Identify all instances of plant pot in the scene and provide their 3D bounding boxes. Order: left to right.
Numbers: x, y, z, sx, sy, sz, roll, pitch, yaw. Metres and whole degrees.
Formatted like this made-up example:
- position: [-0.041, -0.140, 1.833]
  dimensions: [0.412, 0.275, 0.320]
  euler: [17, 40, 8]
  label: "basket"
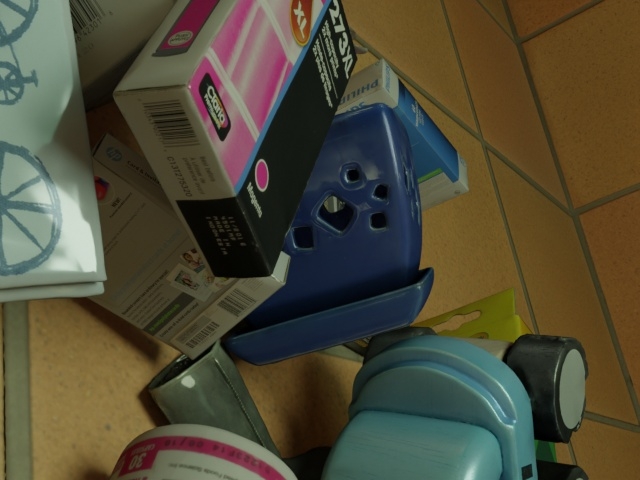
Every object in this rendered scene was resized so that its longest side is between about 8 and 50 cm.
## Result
- position: [0.000, 0.000, 0.857]
  dimensions: [0.236, 0.235, 0.212]
  euler: [-12, 86, -79]
  label: "plant pot"

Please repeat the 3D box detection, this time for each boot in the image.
- position: [-0.067, 0.191, 0.818]
  dimensions: [0.209, 0.076, 0.189]
  euler: [57, 27, -2]
  label: "boot"

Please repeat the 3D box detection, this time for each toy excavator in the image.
- position: [0.081, 0.329, 0.759]
  dimensions: [0.445, 0.222, 0.433]
  euler: [-22, 109, -52]
  label: "toy excavator"

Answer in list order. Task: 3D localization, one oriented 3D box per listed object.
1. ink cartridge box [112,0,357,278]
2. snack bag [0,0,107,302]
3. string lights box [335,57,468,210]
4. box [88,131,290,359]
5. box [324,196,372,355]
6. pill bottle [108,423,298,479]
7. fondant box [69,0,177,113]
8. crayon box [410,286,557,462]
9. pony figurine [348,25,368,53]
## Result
- position: [-0.039, -0.163, 0.674]
  dimensions: [0.176, 0.069, 0.371]
  euler: [69, 28, -42]
  label: "ink cartridge box"
- position: [-0.312, -0.103, 0.496]
  dimensions: [0.342, 0.037, 0.323]
  euler: [-7, 86, -36]
  label: "snack bag"
- position: [0.118, -0.155, 1.309]
  dimensions: [0.259, 0.133, 0.077]
  euler: [44, 36, -35]
  label: "string lights box"
- position: [-0.143, 0.014, 0.690]
  dimensions: [0.186, 0.145, 0.038]
  euler: [34, 38, -21]
  label: "box"
- position: [0.026, 0.020, 1.104]
  dimensions: [0.183, 0.056, 0.231]
  euler: [34, 41, -43]
  label: "box"
- position: [-0.114, 0.285, 0.561]
  dimensions: [0.160, 0.160, 0.283]
  euler: [51, 31, -25]
  label: "pill bottle"
- position: [-0.161, -0.224, 0.783]
  dimensions: [0.096, 0.238, 0.330]
  euler: [58, 29, -9]
  label: "fondant box"
- position: [0.201, 0.231, 1.088]
  dimensions: [0.081, 0.202, 0.319]
  euler: [46, 35, -33]
  label: "crayon box"
- position: [-0.021, -0.481, 1.229]
  dimensions: [0.363, 0.303, 0.351]
  euler: [-18, 76, -46]
  label: "pony figurine"
